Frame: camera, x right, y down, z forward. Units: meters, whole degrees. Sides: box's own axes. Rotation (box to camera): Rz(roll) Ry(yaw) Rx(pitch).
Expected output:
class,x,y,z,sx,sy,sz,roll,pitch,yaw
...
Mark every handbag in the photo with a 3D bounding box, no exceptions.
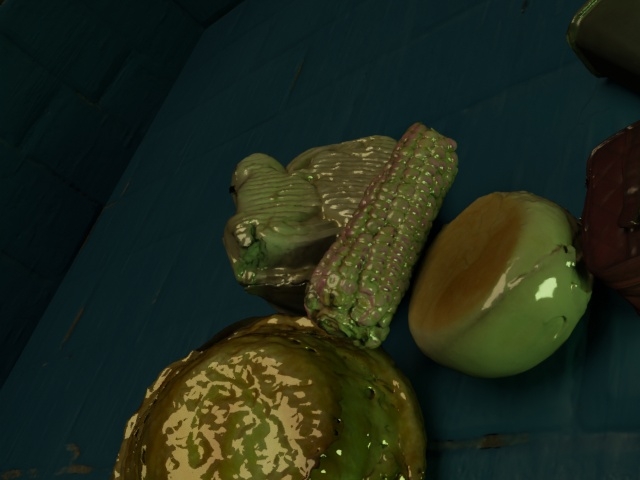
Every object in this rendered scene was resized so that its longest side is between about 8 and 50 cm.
class,x,y,z,sx,sy,sz,roll,pitch,yaw
handbag,0.379,-0.029,0.859,0.146,0.135,0.225,-26,37,46

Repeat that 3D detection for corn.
class,x,y,z,sx,sy,sz,roll,pitch,yaw
corn,0.091,-0.012,1.051,0.126,0.126,0.335,-9,45,52

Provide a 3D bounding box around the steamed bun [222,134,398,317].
class,x,y,z,sx,sy,sz,roll,pitch,yaw
steamed bun,0.000,0.000,1.272,0.346,0.238,0.394,21,42,38

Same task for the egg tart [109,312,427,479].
class,x,y,z,sx,sy,sz,roll,pitch,yaw
egg tart,-0.085,0.261,0.976,0.443,0.178,0.443,-10,49,11

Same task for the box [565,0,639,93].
class,x,y,z,sx,sy,sz,roll,pitch,yaw
box,0.496,-0.318,1.053,0.274,0.138,0.178,-46,34,14

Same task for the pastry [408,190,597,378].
class,x,y,z,sx,sy,sz,roll,pitch,yaw
pastry,0.222,0.052,0.964,0.265,0.133,0.265,-51,17,22
